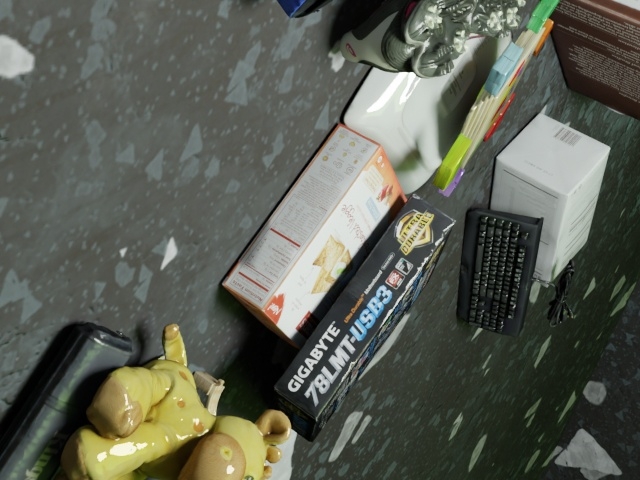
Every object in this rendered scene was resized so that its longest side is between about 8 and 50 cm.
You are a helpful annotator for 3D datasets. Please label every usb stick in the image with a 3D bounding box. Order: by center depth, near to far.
[{"bbox_3d":[-0.270,0.199,0.949,0.278,0.045,0.077,-57,155,-3],"label":"usb stick"}]

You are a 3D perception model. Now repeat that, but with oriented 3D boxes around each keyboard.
[{"bbox_3d":[0.337,0.068,1.728,0.317,0.202,0.033,85,19,-51],"label":"keyboard"}]

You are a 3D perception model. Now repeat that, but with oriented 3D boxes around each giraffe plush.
[{"bbox_3d":[-0.133,0.206,0.999,0.210,0.171,0.181,-48,168,-54],"label":"giraffe plush"}]

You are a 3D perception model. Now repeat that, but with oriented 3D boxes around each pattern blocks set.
[{"bbox_3d":[0.218,-0.178,1.296,0.285,0.026,0.324,-52,170,-34],"label":"pattern blocks set"}]

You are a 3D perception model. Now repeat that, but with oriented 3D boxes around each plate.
[{"bbox_3d":[0.156,-0.206,1.278,0.278,0.045,0.277,-58,154,-4],"label":"plate"}]

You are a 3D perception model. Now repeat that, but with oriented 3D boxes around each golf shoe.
[{"bbox_3d":[0.132,-0.257,1.108,0.273,0.120,0.105,-36,120,-45],"label":"golf shoe"}]

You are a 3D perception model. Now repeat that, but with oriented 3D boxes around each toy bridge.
[{"bbox_3d":[-0.157,0.242,1.176,0.188,0.063,0.026,-61,154,6],"label":"toy bridge"}]

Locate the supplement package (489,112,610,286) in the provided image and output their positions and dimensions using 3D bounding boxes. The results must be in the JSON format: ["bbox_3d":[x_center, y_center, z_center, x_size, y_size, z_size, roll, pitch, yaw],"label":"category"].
[{"bbox_3d":[0.375,-0.064,1.714,0.134,0.139,0.244,-44,152,-27],"label":"supplement package"}]

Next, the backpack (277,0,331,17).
[{"bbox_3d":[-0.001,-0.259,0.880,0.098,0.101,0.120,-37,179,-32],"label":"backpack"}]

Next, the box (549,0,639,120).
[{"bbox_3d":[0.465,-0.320,1.539,0.143,0.191,0.381,-57,155,-4],"label":"box"}]

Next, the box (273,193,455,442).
[{"bbox_3d":[0.051,0.113,1.317,0.293,0.073,0.295,-54,172,-14],"label":"box"}]

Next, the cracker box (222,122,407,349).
[{"bbox_3d":[0.000,0.000,1.193,0.232,0.067,0.155,-54,155,-9],"label":"cracker box"}]
